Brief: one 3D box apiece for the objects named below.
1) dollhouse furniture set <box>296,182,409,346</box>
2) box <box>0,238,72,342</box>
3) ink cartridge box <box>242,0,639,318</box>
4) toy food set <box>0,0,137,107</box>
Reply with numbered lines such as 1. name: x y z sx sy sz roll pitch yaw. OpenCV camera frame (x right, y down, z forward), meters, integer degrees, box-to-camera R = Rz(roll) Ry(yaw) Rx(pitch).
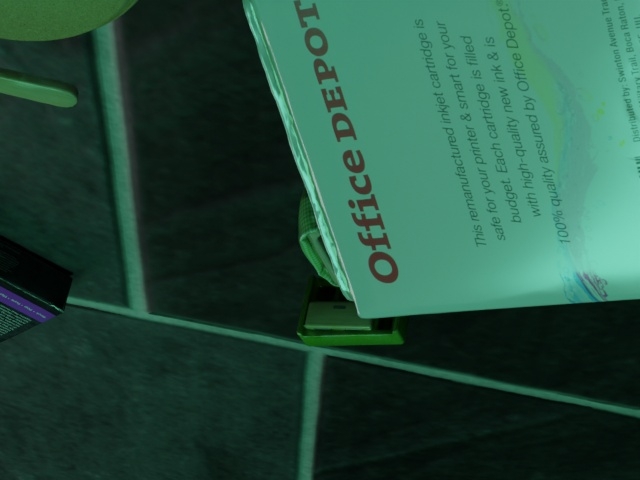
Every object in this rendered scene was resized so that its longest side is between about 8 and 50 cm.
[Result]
1. dollhouse furniture set: 0.000 0.000 0.830 0.059 0.076 0.151 0 149 21
2. box: -0.248 0.030 1.032 0.116 0.029 0.162 31 145 -28
3. ink cartridge box: 0.097 -0.061 0.607 0.212 0.093 0.154 -7 114 28
4. toy food set: -0.136 -0.135 0.697 0.132 0.038 0.192 15 147 -18
